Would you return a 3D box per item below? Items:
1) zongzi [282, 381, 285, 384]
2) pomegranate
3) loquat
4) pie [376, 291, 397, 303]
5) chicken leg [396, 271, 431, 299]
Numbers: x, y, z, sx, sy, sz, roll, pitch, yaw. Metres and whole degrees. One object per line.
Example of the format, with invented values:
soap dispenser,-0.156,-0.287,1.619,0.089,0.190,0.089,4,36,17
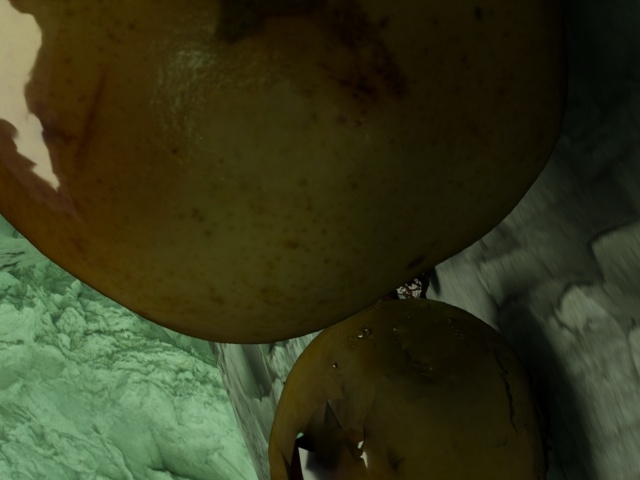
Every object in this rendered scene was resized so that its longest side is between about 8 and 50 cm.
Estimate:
zongzi,0.007,0.240,1.819,0.260,0.123,0.289,96,161,-51
pomegranate,-0.037,-0.146,0.852,0.416,0.416,0.417,165,90,-79
loquat,0.070,0.160,1.082,0.235,0.235,0.235,165,90,-79
pie,0.061,0.108,1.522,0.154,0.036,0.155,173,90,-73
chicken leg,0.076,-0.003,1.336,0.062,0.037,0.145,111,146,-48
